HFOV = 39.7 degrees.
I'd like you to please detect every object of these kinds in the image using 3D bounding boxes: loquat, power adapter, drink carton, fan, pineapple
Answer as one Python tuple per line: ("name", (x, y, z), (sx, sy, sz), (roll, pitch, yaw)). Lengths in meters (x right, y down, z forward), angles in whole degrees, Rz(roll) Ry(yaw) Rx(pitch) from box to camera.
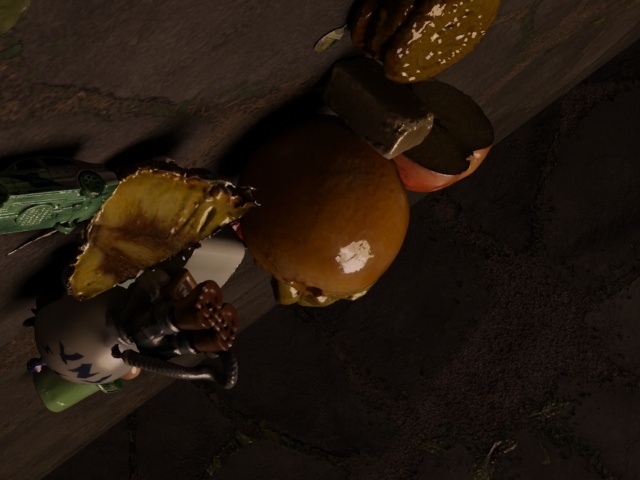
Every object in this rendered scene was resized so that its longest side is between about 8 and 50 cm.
("loquat", (0.006, -0.060, 1.590), (0.328, 0.328, 0.328), (-35, 171, -6))
("power adapter", (-0.214, 0.021, 1.617), (0.130, 0.125, 0.205), (-51, 149, 18))
("drink carton", (-0.556, 0.308, 1.997), (0.142, 0.146, 0.144), (-28, 171, 4))
("fan", (0.023, -0.315, 1.372), (0.080, 0.003, 0.060), (-35, 171, -5))
("pineapple", (-0.275, -0.048, 1.317), (0.334, 0.158, 0.161), (-33, -150, 8))

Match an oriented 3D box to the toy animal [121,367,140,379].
("toy animal", (-0.444, 0.213, 1.854), (0.198, 0.171, 0.171), (-23, 165, -41))

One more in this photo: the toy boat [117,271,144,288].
("toy boat", (-0.363, 0.068, 1.679), (0.291, 0.067, 0.220), (-24, 154, -43))

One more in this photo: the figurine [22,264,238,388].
("figurine", (-0.319, 0.133, 1.461), (0.382, 0.261, 0.186), (-12, -153, 27))

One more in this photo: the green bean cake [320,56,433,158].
("green bean cake", (0.097, -0.229, 1.509), (0.109, 0.179, 0.085), (-23, 152, -49))

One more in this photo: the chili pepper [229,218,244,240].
("chili pepper", (-0.240, 0.002, 1.843), (0.169, 0.065, 0.088), (-26, 153, -22))

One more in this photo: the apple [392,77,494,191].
("apple", (0.213, -0.198, 1.879), (0.293, 0.251, 0.163), (-29, 159, -38))

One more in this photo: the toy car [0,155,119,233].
("toy car", (-0.354, -0.055, 1.073), (0.224, 0.076, 0.090), (-12, 157, -51))

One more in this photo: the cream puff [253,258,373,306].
("cream puff", (0.008, 0.004, 1.859), (0.274, 0.323, 0.270), (-23, -164, 10))

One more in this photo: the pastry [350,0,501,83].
("pastry", (0.173, -0.348, 1.353), (0.240, 0.132, 0.235), (-32, 171, -34))
